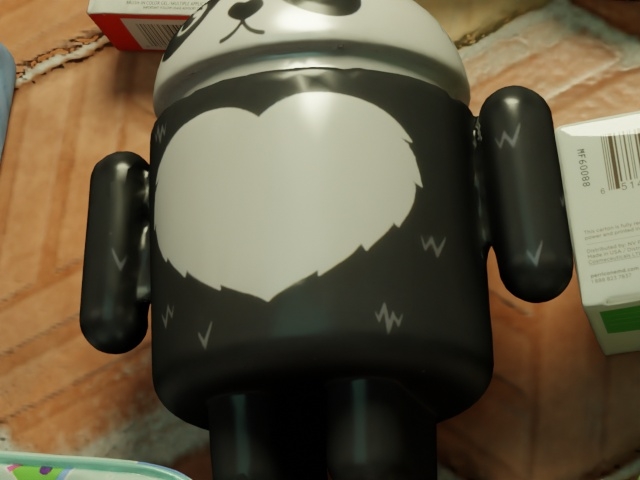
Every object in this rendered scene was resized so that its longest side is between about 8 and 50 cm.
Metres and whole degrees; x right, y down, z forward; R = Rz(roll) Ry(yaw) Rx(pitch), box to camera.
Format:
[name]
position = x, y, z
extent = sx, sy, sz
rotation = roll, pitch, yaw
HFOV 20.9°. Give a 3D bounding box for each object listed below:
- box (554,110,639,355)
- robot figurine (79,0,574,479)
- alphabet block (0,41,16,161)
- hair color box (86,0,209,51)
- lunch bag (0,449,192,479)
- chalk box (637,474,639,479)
[box]
position = 0.178, -0.006, 0.870
extent = 0.101, 0.087, 0.102
rotation = -10, 69, 13
[robot figurine]
position = -0.003, 0.000, 0.871
extent = 0.209, 0.173, 0.278
rotation = 5, 69, -20
[alphabet block]
position = -0.311, -0.057, 0.973
extent = 0.197, 0.193, 0.192
rotation = 1, 70, 17
[hair color box]
position = -0.074, -0.198, 1.031
extent = 0.093, 0.053, 0.167
rotation = 3, 70, 17
[lunch bag]
position = -0.148, 0.234, 0.820
extent = 0.224, 0.108, 0.279
rotation = 1, 70, 20
[chalk box]
position = 0.199, 0.160, 0.781
extent = 0.132, 0.132, 0.213
rotation = 21, 77, 22
